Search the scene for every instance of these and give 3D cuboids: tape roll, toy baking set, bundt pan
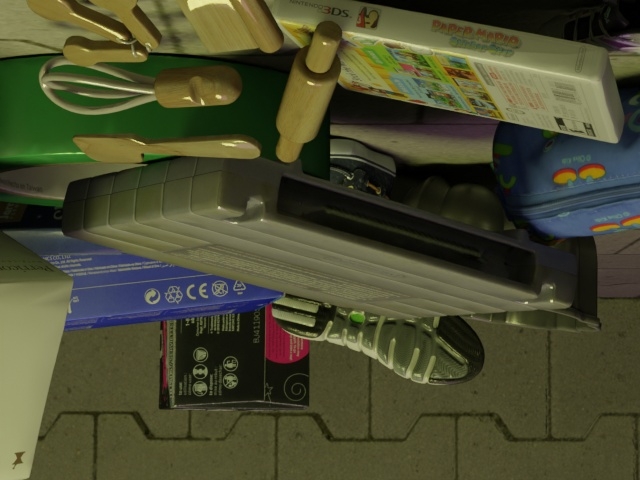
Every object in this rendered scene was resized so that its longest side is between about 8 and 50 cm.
[{"bbox_3d":[-0.152,-0.081,1.410,0.321,0.077,0.321,-1,174,0],"label":"tape roll"},{"bbox_3d":[-0.087,-0.107,1.119,0.197,0.030,0.256,15,155,1],"label":"toy baking set"},{"bbox_3d":[0.146,0.009,1.874,0.331,0.124,0.331,10,174,1],"label":"bundt pan"}]

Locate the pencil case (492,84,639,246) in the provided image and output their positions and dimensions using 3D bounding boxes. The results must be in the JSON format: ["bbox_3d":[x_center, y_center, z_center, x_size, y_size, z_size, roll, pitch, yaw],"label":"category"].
[{"bbox_3d":[0.262,-0.065,1.325,0.133,0.119,0.306,-32,-165,-37],"label":"pencil case"}]

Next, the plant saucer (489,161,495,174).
[{"bbox_3d":[0.231,-0.067,1.775,0.119,0.021,0.119,0,174,0],"label":"plant saucer"}]

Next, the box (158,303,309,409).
[{"bbox_3d":[-0.103,0.074,2.029,0.163,0.247,0.142,2,172,-11],"label":"box"}]

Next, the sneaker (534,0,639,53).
[{"bbox_3d":[0.176,-0.138,1.088,0.098,0.038,0.069,-6,167,18],"label":"sneaker"}]

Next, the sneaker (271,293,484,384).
[{"bbox_3d":[0.070,0.088,1.838,0.228,0.086,0.132,19,-179,13],"label":"sneaker"}]

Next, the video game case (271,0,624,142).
[{"bbox_3d":[0.092,-0.112,1.152,0.206,0.026,0.227,12,177,13],"label":"video game case"}]

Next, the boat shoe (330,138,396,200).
[{"bbox_3d":[0.021,-0.048,1.671,0.065,0.083,0.183,-4,173,30],"label":"boat shoe"}]

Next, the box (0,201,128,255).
[{"bbox_3d":[-0.218,-0.038,1.623,0.225,0.036,0.136,-2,-143,10],"label":"box"}]

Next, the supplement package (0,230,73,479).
[{"bbox_3d":[-0.357,0.055,1.363,0.177,0.175,0.293,-1,-158,-46],"label":"supplement package"}]

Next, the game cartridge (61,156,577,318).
[{"bbox_3d":[0.000,0.000,1.387,0.355,0.068,0.230,16,170,-37],"label":"game cartridge"}]

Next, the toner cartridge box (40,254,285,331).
[{"bbox_3d":[-0.222,0.047,1.764,0.348,0.075,0.165,-6,175,-12],"label":"toner cartridge box"}]
